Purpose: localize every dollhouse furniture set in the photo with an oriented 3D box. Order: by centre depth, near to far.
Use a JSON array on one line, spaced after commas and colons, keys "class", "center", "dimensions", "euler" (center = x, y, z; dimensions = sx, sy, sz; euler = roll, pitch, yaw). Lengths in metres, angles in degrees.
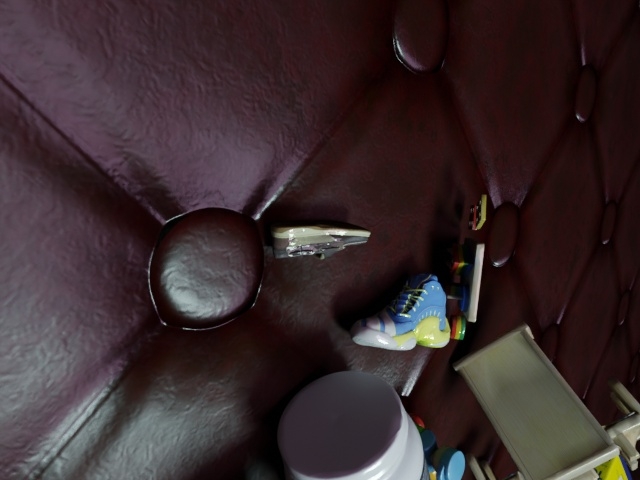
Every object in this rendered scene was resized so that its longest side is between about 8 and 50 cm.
[{"class": "dollhouse furniture set", "center": [0.472, 0.389, 0.928], "dimensions": [0.362, 0.256, 0.394], "euler": [-34, 136, 11]}]

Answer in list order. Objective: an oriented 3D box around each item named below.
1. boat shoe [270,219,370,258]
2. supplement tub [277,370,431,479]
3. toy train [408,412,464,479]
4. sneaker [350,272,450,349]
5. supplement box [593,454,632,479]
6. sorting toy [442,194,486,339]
[{"class": "boat shoe", "center": [0.000, 0.000, 0.583], "dimensions": [0.152, 0.056, 0.049], "euler": [1, 104, -31]}, {"class": "supplement tub", "center": [0.060, 0.344, 0.613], "dimensions": [0.191, 0.191, 0.272], "euler": [-34, 120, -31]}, {"class": "toy train", "center": [0.199, 0.446, 0.772], "dimensions": [0.105, 0.143, 0.248], "euler": [-26, 108, -34]}, {"class": "sneaker", "center": [0.134, 0.111, 0.709], "dimensions": [0.240, 0.091, 0.126], "euler": [14, 78, -49]}, {"class": "supplement box", "center": [0.731, 0.764, 1.271], "dimensions": [0.356, 0.194, 0.195], "euler": [-45, 117, -25]}, {"class": "sorting toy", "center": [0.252, 0.054, 0.776], "dimensions": [0.132, 0.046, 0.274], "euler": [-26, 121, -79]}]
